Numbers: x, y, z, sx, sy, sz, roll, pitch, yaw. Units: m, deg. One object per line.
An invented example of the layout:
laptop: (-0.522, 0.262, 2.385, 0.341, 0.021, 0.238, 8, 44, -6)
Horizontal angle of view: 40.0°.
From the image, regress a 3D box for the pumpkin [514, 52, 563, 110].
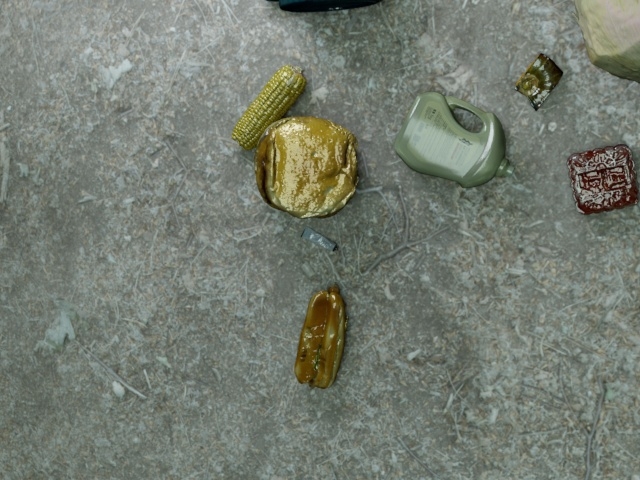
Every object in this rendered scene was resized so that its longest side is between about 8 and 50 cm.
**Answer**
pumpkin: (0.459, -0.335, 1.850, 0.073, 0.035, 0.101, 38, 103, -5)

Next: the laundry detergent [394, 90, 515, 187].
laundry detergent: (0.298, -0.204, 1.884, 0.253, 0.091, 0.181, 26, 99, 10)

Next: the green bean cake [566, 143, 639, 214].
green bean cake: (0.589, -0.127, 1.833, 0.135, 0.056, 0.136, -11, 96, 18)

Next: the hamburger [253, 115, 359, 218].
hamburger: (-0.032, -0.165, 1.943, 0.244, 0.163, 0.245, 0, 95, -1)

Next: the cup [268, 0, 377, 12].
cup: (-0.016, -0.630, 1.827, 0.307, 0.242, 0.292, -4, 100, 13)

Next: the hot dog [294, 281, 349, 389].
hot dog: (0.006, 0.227, 2.045, 0.109, 0.072, 0.270, 15, 104, 11)

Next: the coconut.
coconut: (0.660, -0.443, 1.595, 0.404, 0.404, 0.405, 2, 99, 15)

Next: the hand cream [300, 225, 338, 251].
hand cream: (0.000, 0.000, 2.041, 0.093, 0.019, 0.030, 30, 107, 16)

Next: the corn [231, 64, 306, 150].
corn: (-0.116, -0.302, 1.990, 0.080, 0.080, 0.238, 45, 110, 5)
